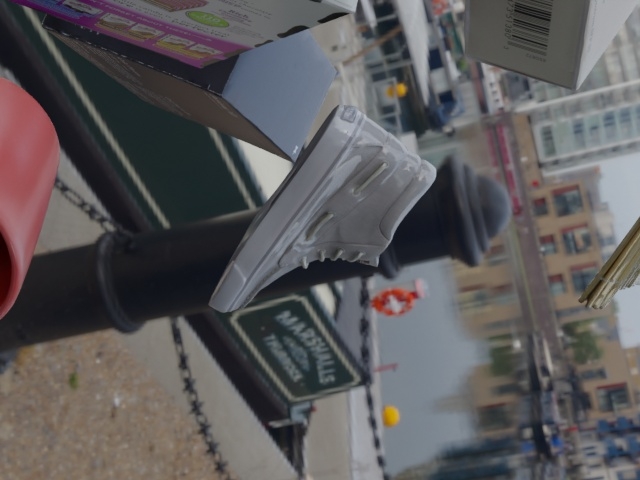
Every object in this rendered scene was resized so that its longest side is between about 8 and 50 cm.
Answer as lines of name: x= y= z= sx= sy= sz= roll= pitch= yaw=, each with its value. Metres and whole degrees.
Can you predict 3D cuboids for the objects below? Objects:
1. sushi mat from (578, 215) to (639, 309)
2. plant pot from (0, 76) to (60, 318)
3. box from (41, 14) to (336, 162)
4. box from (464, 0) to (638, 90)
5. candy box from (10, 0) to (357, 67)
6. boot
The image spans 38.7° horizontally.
sushi mat: x=0.288 y=-0.084 z=0.617 sx=0.019 sy=0.316 sz=0.151 roll=40 pitch=30 yaw=23
plant pot: x=-0.435 y=-0.060 z=1.054 sx=0.243 sy=0.275 sz=0.274 roll=-78 pitch=153 yaw=-54
box: x=-0.182 y=-0.293 z=1.401 sx=0.178 sy=0.313 sz=0.343 roll=-65 pitch=162 yaw=-3
box: x=0.267 y=-0.306 z=0.894 sx=0.311 sy=0.121 sz=0.148 roll=-51 pitch=151 yaw=-28
candy box: x=-0.094 y=-0.180 z=0.572 sx=0.159 sy=0.233 sz=0.071 roll=15 pitch=85 yaw=-29
boot: x=0.000 y=0.000 z=0.881 sx=0.123 sy=0.258 sz=0.095 roll=33 pitch=30 yaw=-10
